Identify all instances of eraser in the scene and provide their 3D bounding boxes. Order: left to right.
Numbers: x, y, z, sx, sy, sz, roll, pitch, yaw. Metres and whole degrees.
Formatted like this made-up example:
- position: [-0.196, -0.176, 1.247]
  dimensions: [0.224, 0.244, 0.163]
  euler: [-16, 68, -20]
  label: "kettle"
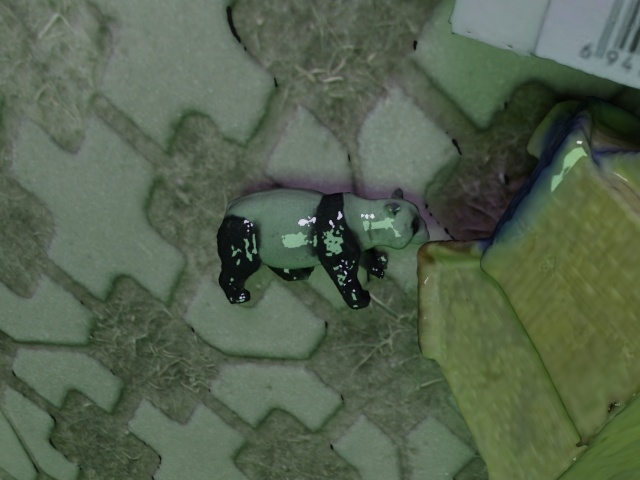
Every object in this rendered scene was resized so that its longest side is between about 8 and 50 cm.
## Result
- position: [0.242, -0.144, 0.455]
  dimensions: [0.287, 0.130, 0.086]
  euler: [28, 125, 26]
  label: "eraser"

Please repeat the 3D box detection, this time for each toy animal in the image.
- position: [0.000, 0.000, 0.722]
  dimensions: [0.225, 0.094, 0.121]
  euler: [0, 115, 18]
  label: "toy animal"

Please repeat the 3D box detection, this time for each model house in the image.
- position: [0.251, 0.043, 0.573]
  dimensions: [0.261, 0.266, 0.321]
  euler: [2, 132, -29]
  label: "model house"
